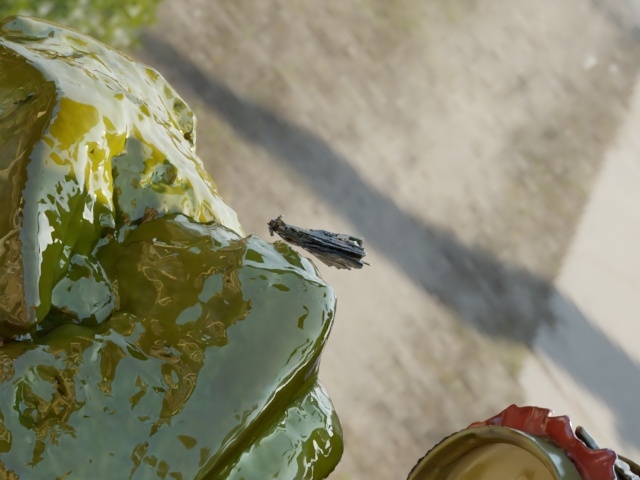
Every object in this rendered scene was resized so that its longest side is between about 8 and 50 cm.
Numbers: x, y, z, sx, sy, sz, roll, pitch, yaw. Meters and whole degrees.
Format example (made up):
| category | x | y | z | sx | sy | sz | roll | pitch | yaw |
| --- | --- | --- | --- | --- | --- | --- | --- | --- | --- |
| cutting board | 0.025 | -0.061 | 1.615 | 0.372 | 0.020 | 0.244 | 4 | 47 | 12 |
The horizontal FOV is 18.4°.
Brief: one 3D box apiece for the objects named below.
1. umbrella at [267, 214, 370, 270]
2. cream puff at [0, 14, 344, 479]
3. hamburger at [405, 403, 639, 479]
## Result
| category | x | y | z | sx | sy | sz | roll | pitch | yaw |
| --- | --- | --- | --- | --- | --- | --- | --- | --- | --- |
| umbrella | 0.000 | 0.002 | 1.207 | 0.083 | 0.031 | 0.020 | 17 | 74 | -40 |
| cream puff | -0.138 | 0.041 | 0.902 | 0.269 | 0.323 | 0.274 | 8 | -40 | 49 |
| hamburger | 0.126 | 0.179 | 1.053 | 0.137 | 0.175 | 0.175 | 17 | 36 | -37 |
